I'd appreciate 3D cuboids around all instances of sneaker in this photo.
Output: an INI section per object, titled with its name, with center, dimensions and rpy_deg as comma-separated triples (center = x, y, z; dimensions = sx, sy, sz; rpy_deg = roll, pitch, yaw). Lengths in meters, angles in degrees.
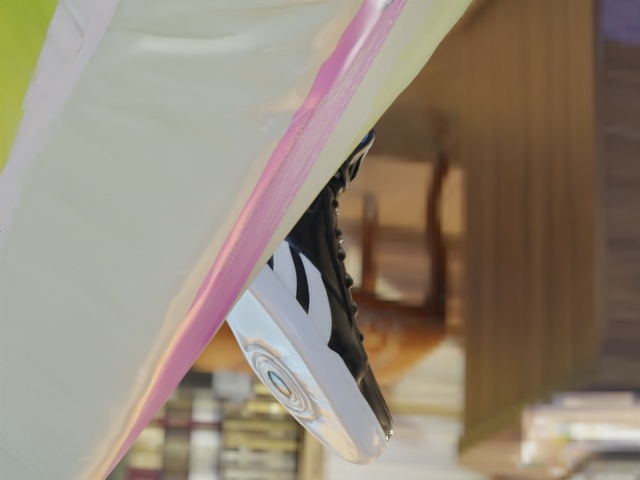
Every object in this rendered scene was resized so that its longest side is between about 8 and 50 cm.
[sneaker]
center = 0.000, 0.000, 1.041
dimensions = 0.121, 0.217, 0.079
rpy_deg = -39, -171, -22

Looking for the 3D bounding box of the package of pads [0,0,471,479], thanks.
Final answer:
[package of pads]
center = -0.016, -0.075, 0.494
dimensions = 0.101, 0.229, 0.296
rpy_deg = 35, 142, 1
